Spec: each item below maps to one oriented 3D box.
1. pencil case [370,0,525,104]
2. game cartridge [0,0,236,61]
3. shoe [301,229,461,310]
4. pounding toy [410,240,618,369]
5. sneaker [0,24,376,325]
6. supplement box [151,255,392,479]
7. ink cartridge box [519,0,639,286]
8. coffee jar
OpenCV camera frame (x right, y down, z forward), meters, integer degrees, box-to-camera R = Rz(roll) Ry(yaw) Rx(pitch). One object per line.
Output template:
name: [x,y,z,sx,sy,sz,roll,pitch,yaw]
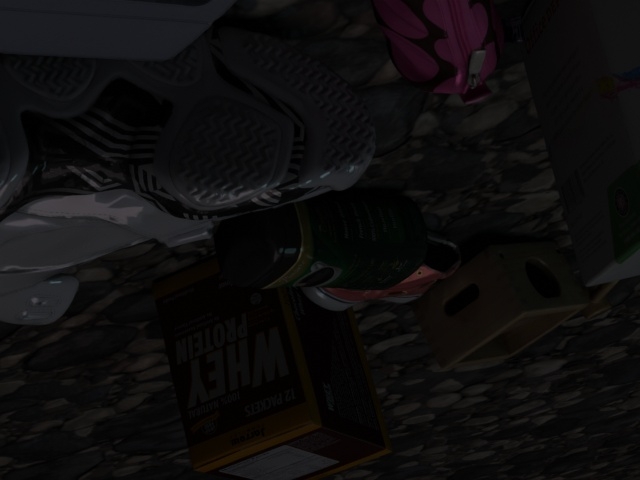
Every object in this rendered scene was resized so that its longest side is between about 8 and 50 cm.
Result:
pencil case: [0.069,-0.170,0.898,0.095,0.098,0.209,-19,156,9]
game cartridge: [-0.107,-0.196,0.789,0.196,0.060,0.294,-5,156,-32]
shoe: [0.061,0.024,1.392,0.178,0.063,0.081,2,151,-47]
pounding toy: [0.233,0.048,1.526,0.206,0.094,0.181,-3,151,-48]
sneaker: [-0.153,-0.042,1.013,0.366,0.137,0.210,-4,156,-13]
supplement box: [-0.046,0.127,1.387,0.129,0.191,0.194,-23,157,18]
ink cartridge box: [0.221,-0.093,1.002,0.093,0.212,0.154,-12,166,-10]
coffee jar: [0.000,0.000,1.269,0.184,0.079,0.096,2,154,-37]
